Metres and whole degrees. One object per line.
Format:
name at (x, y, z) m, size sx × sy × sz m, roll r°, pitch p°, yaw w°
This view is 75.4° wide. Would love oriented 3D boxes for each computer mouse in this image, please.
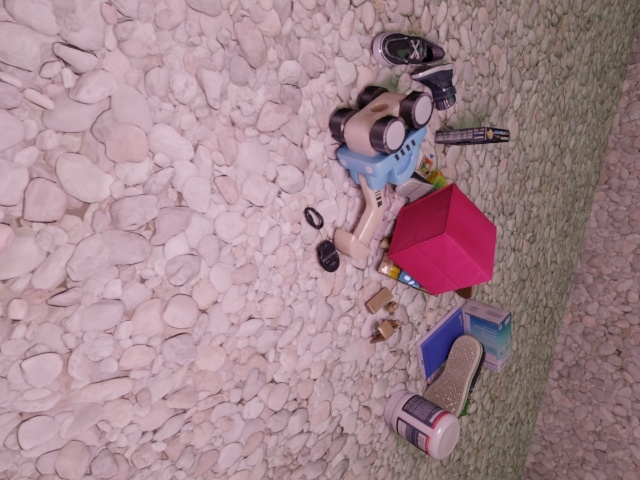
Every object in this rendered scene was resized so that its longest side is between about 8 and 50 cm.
computer mouse at (0.000, 0.000, 1.338) m, size 0.071 × 0.041 × 0.241 m, roll -34°, pitch 115°, yaw -28°

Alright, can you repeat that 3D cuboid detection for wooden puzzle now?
wooden puzzle at (0.418, -0.291, 1.634) m, size 0.079 × 0.014 × 0.116 m, roll 20°, pitch 88°, yaw -42°

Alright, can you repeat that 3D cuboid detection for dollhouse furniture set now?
dollhouse furniture set at (0.226, 0.292, 1.613) m, size 0.144 × 0.123 × 0.151 m, roll -36°, pitch 87°, yaw -29°

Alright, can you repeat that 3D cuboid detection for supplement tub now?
supplement tub at (0.424, 0.766, 1.744) m, size 0.191 × 0.272 × 0.191 m, roll -12°, pitch 110°, yaw -38°

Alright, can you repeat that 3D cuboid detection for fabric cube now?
fabric cube at (0.435, 0.004, 1.477) m, size 0.258 × 0.259 × 0.254 m, roll 38°, pitch 51°, yaw -21°

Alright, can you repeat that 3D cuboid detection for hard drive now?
hard drive at (0.571, 0.480, 1.953) m, size 0.319 × 0.040 × 0.210 m, roll -31°, pitch 120°, yaw -31°

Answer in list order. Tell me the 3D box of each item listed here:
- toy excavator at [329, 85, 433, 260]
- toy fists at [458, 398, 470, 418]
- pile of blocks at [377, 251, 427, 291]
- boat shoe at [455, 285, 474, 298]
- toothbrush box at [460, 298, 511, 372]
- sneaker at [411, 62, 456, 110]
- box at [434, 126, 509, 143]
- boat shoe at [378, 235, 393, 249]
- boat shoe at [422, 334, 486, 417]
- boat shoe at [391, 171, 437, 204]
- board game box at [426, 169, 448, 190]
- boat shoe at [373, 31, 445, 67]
toy excavator at (0.183, -0.207, 1.341) m, size 0.433 × 0.222 × 0.445 m, roll -43°, pitch 134°, yaw -23°
toy fists at (0.695, 0.797, 2.109) m, size 0.142 × 0.096 × 0.279 m, roll -31°, pitch 119°, yaw -33°
pile of blocks at (0.366, 0.123, 1.608) m, size 0.362 × 0.149 × 0.112 m, roll 24°, pitch 85°, yaw -42°
boat shoe at (0.656, 0.107, 1.874) m, size 0.110 × 0.122 × 0.340 m, roll -30°, pitch 118°, yaw -31°
toothbrush box at (0.810, 0.466, 2.040) m, size 0.126 × 0.216 × 0.295 m, roll -30°, pitch 121°, yaw -31°
sneaker at (0.422, -0.555, 1.518) m, size 0.226 × 0.086 × 0.163 m, roll -25°, pitch 114°, yaw -36°
box at (0.588, -0.404, 1.612) m, size 0.175 × 0.220 × 0.051 m, roll -7°, pitch 101°, yaw -40°
boat shoe at (0.285, 0.016, 1.581) m, size 0.153 × 0.048 × 0.056 m, roll 1°, pitch 56°, yaw -45°
boat shoe at (0.629, 0.673, 1.937) m, size 0.156 × 0.187 × 0.499 m, roll 16°, pitch 99°, yaw -47°
boat shoe at (0.343, -0.205, 1.530) m, size 0.114 × 0.091 × 0.303 m, roll -36°, pitch 156°, yaw 20°
board game box at (0.487, -0.192, 1.700) m, size 0.092 × 0.043 × 0.181 m, roll -54°, pitch 130°, yaw -17°
boat shoe at (0.304, -0.634, 1.384) m, size 0.301 × 0.102 × 0.108 m, roll -9°, pitch 107°, yaw -40°
